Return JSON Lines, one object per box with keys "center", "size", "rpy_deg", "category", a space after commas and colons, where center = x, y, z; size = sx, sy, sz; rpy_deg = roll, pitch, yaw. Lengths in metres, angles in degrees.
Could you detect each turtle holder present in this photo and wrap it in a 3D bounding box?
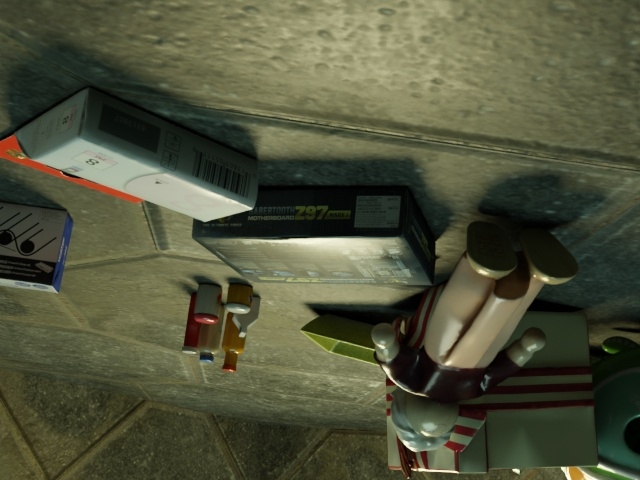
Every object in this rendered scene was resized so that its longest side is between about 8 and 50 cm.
{"center": [0.512, 0.284, 1.256], "size": [0.320, 0.243, 0.227], "rpy_deg": [-17, -163, -1], "category": "turtle holder"}

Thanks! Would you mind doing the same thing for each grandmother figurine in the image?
{"center": [0.157, 0.130, 0.996], "size": [0.208, 0.104, 0.342], "rpy_deg": [12, 132, -4], "category": "grandmother figurine"}

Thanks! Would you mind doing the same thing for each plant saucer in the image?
{"center": [0.080, 0.175, 1.463], "size": [0.188, 0.045, 0.188], "rpy_deg": [12, 166, 20], "category": "plant saucer"}

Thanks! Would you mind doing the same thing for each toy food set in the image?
{"center": [-0.164, 0.144, 1.398], "size": [0.111, 0.104, 0.232], "rpy_deg": [10, 163, -8], "category": "toy food set"}

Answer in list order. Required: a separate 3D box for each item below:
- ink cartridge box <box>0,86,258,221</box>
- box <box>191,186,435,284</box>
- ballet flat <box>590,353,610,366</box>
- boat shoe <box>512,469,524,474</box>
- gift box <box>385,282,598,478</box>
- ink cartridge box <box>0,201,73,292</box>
{"center": [-0.203, -0.062, 0.845], "size": [0.189, 0.066, 0.232], "rpy_deg": [21, 154, -38], "category": "ink cartridge box"}
{"center": [0.000, 0.000, 0.953], "size": [0.233, 0.059, 0.183], "rpy_deg": [0, 161, 18], "category": "box"}
{"center": [0.392, 0.268, 1.535], "size": [0.483, 0.164, 0.182], "rpy_deg": [-2, 177, 19], "category": "ballet flat"}
{"center": [0.323, 0.265, 1.418], "size": [0.079, 0.233, 0.084], "rpy_deg": [16, -171, 34], "category": "boat shoe"}
{"center": [0.230, 0.206, 1.232], "size": [0.258, 0.255, 0.276], "rpy_deg": [3, 161, -18], "category": "gift box"}
{"center": [-0.419, 0.001, 1.052], "size": [0.207, 0.097, 0.046], "rpy_deg": [7, 163, -3], "category": "ink cartridge box"}
